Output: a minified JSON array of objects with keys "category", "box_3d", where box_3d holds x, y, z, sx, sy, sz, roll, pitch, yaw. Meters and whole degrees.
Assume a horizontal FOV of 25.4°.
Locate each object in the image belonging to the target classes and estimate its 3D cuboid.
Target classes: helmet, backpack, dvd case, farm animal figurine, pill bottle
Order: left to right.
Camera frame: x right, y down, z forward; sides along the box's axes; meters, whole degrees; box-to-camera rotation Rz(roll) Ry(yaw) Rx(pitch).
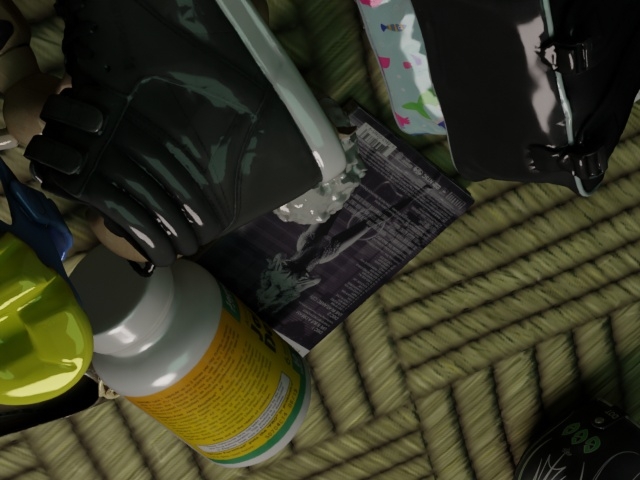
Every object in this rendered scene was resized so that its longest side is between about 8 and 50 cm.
[{"category":"farm animal figurine","box_3d":[-0.112,-0.110,0.926,0.330,0.172,0.326,-10,132,-16]},{"category":"pill bottle","box_3d":[-0.106,0.086,1.112,0.117,0.117,0.208,-37,134,8]},{"category":"dvd case","box_3d":[0.000,0.000,1.178,0.221,0.018,0.164,-43,132,14]},{"category":"backpack","box_3d":[0.145,-0.182,0.955,0.253,0.191,0.225,-57,144,-28]},{"category":"helmet","box_3d":[0.272,0.257,1.425,0.161,0.169,0.169,-47,133,-4]}]

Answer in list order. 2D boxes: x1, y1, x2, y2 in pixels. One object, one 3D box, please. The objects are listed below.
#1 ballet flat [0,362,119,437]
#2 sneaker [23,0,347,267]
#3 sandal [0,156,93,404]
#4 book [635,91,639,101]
[{"category":"ballet flat","box_3d":[-0.250,0.133,1.150,0.250,0.058,0.084,-14,133,-13]},{"category":"sneaker","box_3d":[-0.123,-0.111,0.773,0.147,0.104,0.295,-40,106,-12]},{"category":"sandal","box_3d":[-0.259,-0.041,0.922,0.126,0.138,0.317,-25,114,10]},{"category":"book","box_3d":[0.274,-0.168,1.152,0.144,0.035,0.096,-33,137,5]}]
